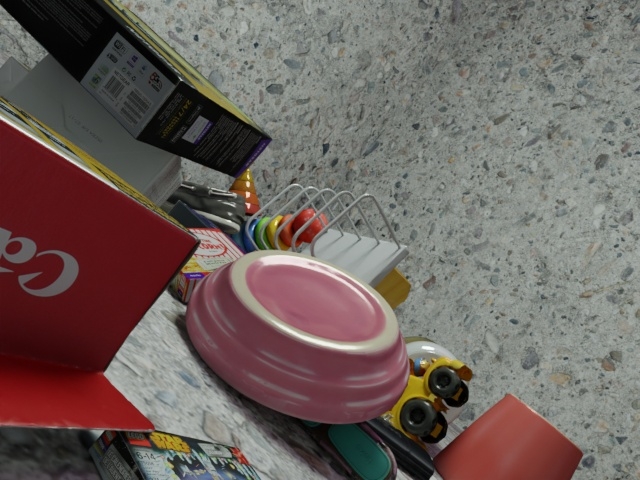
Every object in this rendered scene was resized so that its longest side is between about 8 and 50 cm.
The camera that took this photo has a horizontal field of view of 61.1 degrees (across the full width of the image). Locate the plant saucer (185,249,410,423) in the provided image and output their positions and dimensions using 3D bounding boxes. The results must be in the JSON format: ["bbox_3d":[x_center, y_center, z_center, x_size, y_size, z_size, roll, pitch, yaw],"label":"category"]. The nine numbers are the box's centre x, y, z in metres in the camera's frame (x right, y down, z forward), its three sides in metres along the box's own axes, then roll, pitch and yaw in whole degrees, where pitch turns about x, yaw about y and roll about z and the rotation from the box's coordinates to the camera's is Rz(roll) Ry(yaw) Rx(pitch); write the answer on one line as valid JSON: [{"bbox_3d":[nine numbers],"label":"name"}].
[{"bbox_3d":[-0.019,0.110,0.773,0.332,0.084,0.332,19,22,-8],"label":"plant saucer"}]

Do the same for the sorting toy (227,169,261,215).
[{"bbox_3d":[-0.323,-0.151,1.405,0.365,0.126,0.127,10,-2,-11],"label":"sorting toy"}]

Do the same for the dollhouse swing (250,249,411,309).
[{"bbox_3d":[0.003,0.110,1.454,0.315,0.305,0.347,39,-1,45],"label":"dollhouse swing"}]

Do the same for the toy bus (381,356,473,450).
[{"bbox_3d":[0.214,0.342,1.253,0.211,0.220,0.149,31,-10,36],"label":"toy bus"}]

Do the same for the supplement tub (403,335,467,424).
[{"bbox_3d":[0.269,0.383,1.477,0.228,0.228,0.316,40,-1,7],"label":"supplement tub"}]

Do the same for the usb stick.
[{"bbox_3d":[0.097,0.337,0.968,0.278,0.045,0.077,41,5,-17],"label":"usb stick"}]

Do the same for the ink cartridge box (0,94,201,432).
[{"bbox_3d":[-0.223,-0.031,0.299,0.272,0.130,0.309,33,-5,27],"label":"ink cartridge box"}]

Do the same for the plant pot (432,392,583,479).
[{"bbox_3d":[0.433,0.502,1.224,0.275,0.243,0.275,41,-1,1],"label":"plant pot"}]

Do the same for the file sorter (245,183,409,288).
[{"bbox_3d":[0.000,0.000,1.138,0.278,0.193,0.173,15,-39,54],"label":"file sorter"}]

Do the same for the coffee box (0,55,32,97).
[{"bbox_3d":[-0.666,-0.327,1.341,0.141,0.098,0.246,40,-2,11],"label":"coffee box"}]

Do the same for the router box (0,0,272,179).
[{"bbox_3d":[-0.230,-0.220,0.682,0.309,0.081,0.243,43,9,14],"label":"router box"}]

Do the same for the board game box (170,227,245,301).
[{"bbox_3d":[-0.207,0.037,0.951,0.147,0.045,0.193,0,26,-40],"label":"board game box"}]

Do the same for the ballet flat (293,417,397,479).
[{"bbox_3d":[0.018,0.250,0.743,0.221,0.077,0.079,42,-18,28],"label":"ballet flat"}]

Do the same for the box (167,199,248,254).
[{"bbox_3d":[-0.214,0.049,1.166,0.261,0.103,0.184,39,0,32],"label":"box"}]

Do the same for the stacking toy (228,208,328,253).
[{"bbox_3d":[-0.131,-0.011,1.445,0.330,0.141,0.141,-14,-37,31],"label":"stacking toy"}]

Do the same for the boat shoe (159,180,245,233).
[{"bbox_3d":[-0.337,-0.109,1.282,0.335,0.095,0.112,20,-21,-20],"label":"boat shoe"}]

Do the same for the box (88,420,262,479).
[{"bbox_3d":[-0.079,0.173,0.365,0.094,0.027,0.137,37,-3,39],"label":"box"}]

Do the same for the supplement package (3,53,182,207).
[{"bbox_3d":[-0.312,-0.108,0.744,0.194,0.149,0.203,40,-13,-6],"label":"supplement package"}]

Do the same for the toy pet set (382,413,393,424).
[{"bbox_3d":[0.084,0.337,1.093,0.122,0.065,0.114,38,34,-11],"label":"toy pet set"}]
